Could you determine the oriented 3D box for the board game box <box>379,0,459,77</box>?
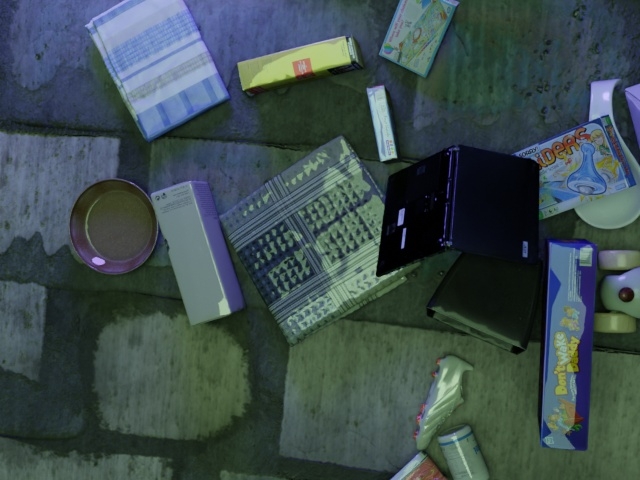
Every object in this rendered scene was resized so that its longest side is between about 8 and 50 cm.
[{"bbox_3d":[0.185,-0.399,1.774,0.103,0.026,0.154,29,125,9],"label":"board game box"}]

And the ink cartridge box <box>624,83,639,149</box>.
[{"bbox_3d":[0.745,-0.180,1.584,0.384,0.160,0.279,-19,111,8],"label":"ink cartridge box"}]

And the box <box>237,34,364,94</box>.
[{"bbox_3d":[-0.037,-0.340,1.827,0.232,0.087,0.058,-11,90,11],"label":"box"}]

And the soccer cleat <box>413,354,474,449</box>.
[{"bbox_3d":[0.235,0.317,1.809,0.076,0.068,0.196,19,93,7],"label":"soccer cleat"}]

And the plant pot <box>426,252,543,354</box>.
[{"bbox_3d":[0.312,0.094,1.733,0.188,0.187,0.167,22,83,10],"label":"plant pot"}]

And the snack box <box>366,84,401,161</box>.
[{"bbox_3d":[0.122,-0.219,1.791,0.037,0.100,0.141,-10,90,11],"label":"snack box"}]

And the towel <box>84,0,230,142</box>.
[{"bbox_3d":[-0.331,-0.367,1.914,0.209,0.034,0.285,-27,89,9],"label":"towel"}]

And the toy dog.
[{"bbox_3d":[0.639,0.091,1.666,0.333,0.161,0.220,-19,89,12],"label":"toy dog"}]

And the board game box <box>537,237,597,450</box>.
[{"bbox_3d":[0.436,0.172,1.675,0.078,0.233,0.347,2,92,11],"label":"board game box"}]

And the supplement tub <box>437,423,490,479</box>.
[{"bbox_3d":[0.274,0.413,1.801,0.071,0.071,0.107,-23,88,12],"label":"supplement tub"}]

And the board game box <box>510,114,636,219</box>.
[{"bbox_3d":[0.455,-0.129,1.710,0.201,0.035,0.136,-24,86,44],"label":"board game box"}]

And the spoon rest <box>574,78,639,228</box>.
[{"bbox_3d":[0.521,-0.158,1.714,0.137,0.084,0.276,-3,89,28],"label":"spoon rest"}]

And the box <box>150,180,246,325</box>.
[{"bbox_3d":[-0.241,0.024,1.872,0.094,0.113,0.275,-17,88,12],"label":"box"}]

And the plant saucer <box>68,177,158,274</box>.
[{"bbox_3d":[-0.423,-0.029,1.944,0.198,0.036,0.199,1,93,12],"label":"plant saucer"}]

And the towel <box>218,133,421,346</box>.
[{"bbox_3d":[0.000,0.000,1.859,0.324,0.056,0.312,-32,83,13],"label":"towel"}]

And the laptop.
[{"bbox_3d":[0.250,-0.041,1.717,0.264,0.136,0.234,-24,44,40],"label":"laptop"}]

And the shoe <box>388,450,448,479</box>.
[{"bbox_3d":[0.163,0.496,1.830,0.178,0.063,0.081,-45,78,6],"label":"shoe"}]
